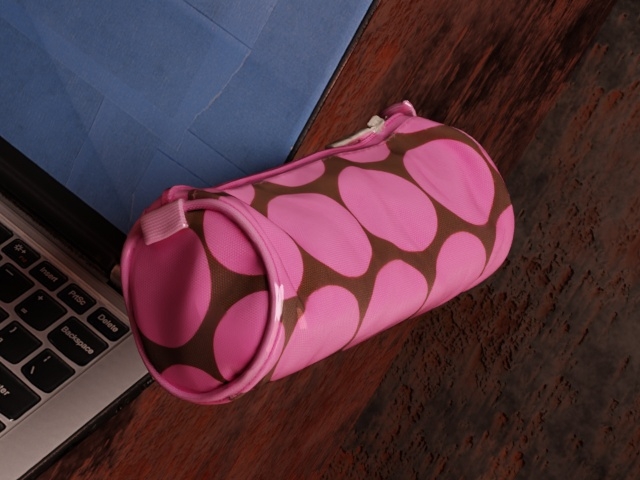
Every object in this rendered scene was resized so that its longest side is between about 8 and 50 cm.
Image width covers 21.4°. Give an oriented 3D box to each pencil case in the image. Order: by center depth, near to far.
[{"bbox_3d":[0.000,0.000,0.764,0.095,0.098,0.209,-12,-174,35],"label":"pencil case"}]

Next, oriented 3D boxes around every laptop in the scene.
[{"bbox_3d":[-0.228,-0.093,0.797,0.408,0.382,0.236,-39,155,-33],"label":"laptop"}]
